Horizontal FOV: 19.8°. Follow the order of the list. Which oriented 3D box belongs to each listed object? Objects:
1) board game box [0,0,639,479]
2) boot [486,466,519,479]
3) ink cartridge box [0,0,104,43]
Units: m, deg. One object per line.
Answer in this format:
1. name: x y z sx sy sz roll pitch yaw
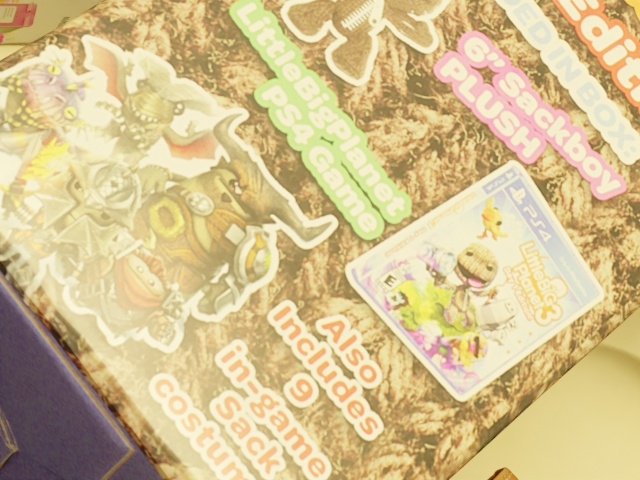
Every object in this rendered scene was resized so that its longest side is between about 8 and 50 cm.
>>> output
1. board game box: 0.000 0.000 0.567 0.291 0.232 0.141 -37 86 -33
2. boot: 0.108 0.143 0.647 0.197 0.073 0.152 -29 76 -35
3. ink cartridge box: -0.116 -0.109 0.650 0.122 0.088 0.052 -2 70 -26
